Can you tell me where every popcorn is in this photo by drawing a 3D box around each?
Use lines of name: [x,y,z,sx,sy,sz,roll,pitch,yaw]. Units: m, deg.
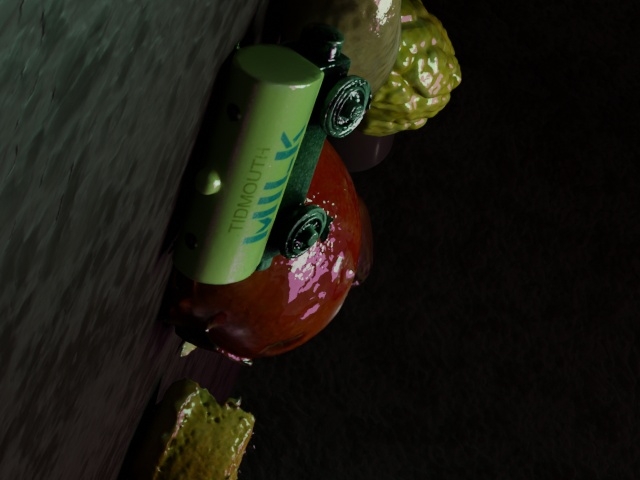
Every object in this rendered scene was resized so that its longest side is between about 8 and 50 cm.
popcorn: [0.072,-0.242,1.557,0.200,0.226,0.203,-38,-124,53]

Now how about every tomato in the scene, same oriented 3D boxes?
tomato: [-0.040,0.005,1.360,0.309,0.170,0.309,24,90,-90]

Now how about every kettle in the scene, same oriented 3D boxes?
kettle: [0.051,-0.240,1.829,0.232,0.144,0.202,100,-4,-59]

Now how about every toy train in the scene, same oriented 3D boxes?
toy train: [-0.054,-0.068,1.114,0.157,0.105,0.253,-23,142,-47]

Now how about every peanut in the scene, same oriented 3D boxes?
peanut: [0.019,-0.216,1.208,0.253,0.122,0.137,84,17,-79]

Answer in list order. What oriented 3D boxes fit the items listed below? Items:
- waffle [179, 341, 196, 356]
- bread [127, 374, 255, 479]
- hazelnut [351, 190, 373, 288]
waffle: [-0.112,0.107,1.694,0.191,0.125,0.032,-66,142,-76]
bread: [-0.167,0.285,1.598,0.229,0.143,0.139,108,4,-52]
hazelnut: [0.000,0.000,2.262,0.217,0.217,0.251,-67,-174,-19]
